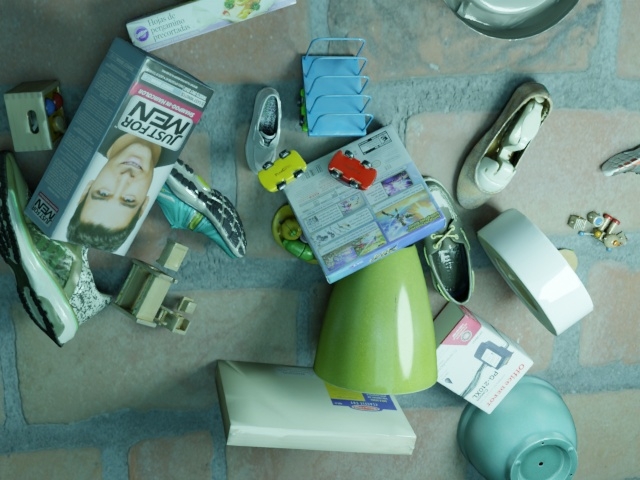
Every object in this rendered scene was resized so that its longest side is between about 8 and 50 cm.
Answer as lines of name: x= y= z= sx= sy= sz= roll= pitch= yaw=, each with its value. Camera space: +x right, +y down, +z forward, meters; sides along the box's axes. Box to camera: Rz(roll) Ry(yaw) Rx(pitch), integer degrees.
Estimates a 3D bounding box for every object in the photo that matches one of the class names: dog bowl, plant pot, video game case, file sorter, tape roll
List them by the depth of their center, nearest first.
file sorter: x=0.034 y=-0.302 z=1.654 sx=0.118 sy=0.104 sz=0.170 roll=-3 pitch=77 yaw=-11
dog bowl: x=0.372 y=-0.580 z=1.666 sx=0.349 sy=0.102 sz=0.348 roll=-4 pitch=112 yaw=-11
video game case: x=0.084 y=-0.078 z=1.739 sx=0.270 sy=0.244 sz=0.061 roll=-26 pitch=159 yaw=-1
plant pot: x=0.129 y=0.147 z=1.824 sx=0.275 sy=0.275 sz=0.293 roll=1 pitch=102 yaw=-13
tape roll: x=0.467 y=0.068 z=1.843 sx=0.100 sy=0.286 sz=0.286 roll=-37 pitch=114 yaw=4
plant pot: x=0.511 y=0.507 z=2.072 sx=0.293 sy=0.196 sz=0.293 roll=-5 pitch=112 yaw=-12

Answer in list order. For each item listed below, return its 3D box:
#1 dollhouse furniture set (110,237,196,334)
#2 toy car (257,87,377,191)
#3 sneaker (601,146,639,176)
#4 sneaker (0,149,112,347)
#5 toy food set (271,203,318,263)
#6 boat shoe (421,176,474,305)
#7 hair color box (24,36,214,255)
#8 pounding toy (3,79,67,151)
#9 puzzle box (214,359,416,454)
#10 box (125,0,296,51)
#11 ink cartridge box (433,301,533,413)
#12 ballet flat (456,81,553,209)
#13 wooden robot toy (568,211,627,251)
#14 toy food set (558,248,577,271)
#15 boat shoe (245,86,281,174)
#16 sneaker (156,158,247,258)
dollhouse furniture set: x=-0.329 y=0.089 z=1.796 sx=0.161 sy=0.101 sz=0.181 roll=28 pitch=88 yaw=-55
toy car: x=-0.011 y=-0.202 z=1.713 sx=0.239 sy=0.053 sz=0.224 roll=-2 pitch=76 yaw=-5
sneaker: x=0.725 y=-0.172 z=1.931 sx=0.158 sy=0.061 sz=0.064 roll=-23 pitch=121 yaw=-3
sneaker: x=-0.541 y=0.001 z=1.693 sx=0.182 sy=0.158 sz=0.410 roll=-30 pitch=117 yaw=-35
toy food set: x=0.000 y=0.000 z=1.824 sx=0.218 sy=0.071 sz=0.128 roll=29 pitch=102 yaw=-22
boat shoe: x=0.279 y=0.005 z=1.878 sx=0.109 sy=0.091 sz=0.304 roll=-20 pitch=114 yaw=-5
hair color box: x=-0.378 y=-0.169 z=1.585 sx=0.185 sy=0.114 sz=0.374 roll=19 pitch=105 yaw=-54
pounding toy: x=-0.518 y=-0.226 z=1.596 sx=0.100 sy=0.130 sz=0.141 roll=-4 pitch=112 yaw=1
puzzle box: x=-0.019 y=0.367 z=1.854 sx=0.409 sy=0.272 sz=0.052 roll=8 pitch=109 yaw=-15
box: x=-0.208 y=-0.438 z=1.608 sx=0.324 sy=0.067 sz=0.063 roll=-19 pitch=113 yaw=-4
ink cartridge box: x=0.358 y=0.277 z=1.998 sx=0.237 sy=0.100 sz=0.172 roll=34 pitch=100 yaw=-23
ballet flat: x=0.398 y=-0.197 z=1.819 sx=0.108 sy=0.106 sz=0.316 roll=21 pitch=105 yaw=-20
wooden robot toy: x=0.671 y=-0.017 z=1.967 sx=0.173 sy=0.079 sz=0.076 roll=25 pitch=104 yaw=-21
toy food set: x=0.576 y=0.059 z=2.007 sx=0.083 sy=0.020 sz=0.083 roll=-2 pitch=111 yaw=-12
boat shoe: x=-0.111 y=-0.218 z=1.717 sx=0.066 sy=0.063 sz=0.184 roll=10 pitch=108 yaw=-16
sneaker: x=-0.261 y=-0.061 z=1.742 sx=0.110 sy=0.107 sz=0.275 roll=-36 pitch=111 yaw=24
